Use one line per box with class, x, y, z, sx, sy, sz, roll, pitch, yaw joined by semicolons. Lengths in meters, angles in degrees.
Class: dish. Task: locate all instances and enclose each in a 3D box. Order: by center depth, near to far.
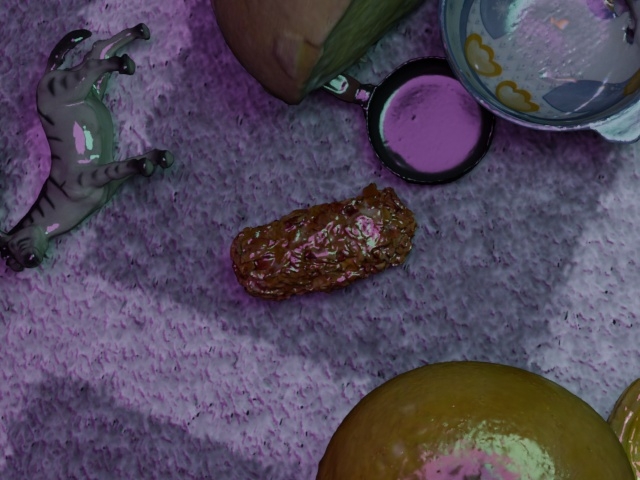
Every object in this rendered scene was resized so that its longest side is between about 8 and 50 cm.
dish;0.217;-0.184;1.386;0.227;0.086;0.236;-6;79;7

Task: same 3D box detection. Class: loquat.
loquat;0.118;0.224;1.243;0.263;0.263;0.263;-2;80;9

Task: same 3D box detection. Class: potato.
potato;0.000;-0.284;1.333;0.189;0.264;0.211;-35;76;-32

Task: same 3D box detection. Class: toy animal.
toy animal;-0.222;-0.083;1.451;0.176;0.073;0.217;-14;74;22

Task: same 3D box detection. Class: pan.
pan;0.051;-0.121;1.424;0.212;0.040;0.115;20;85;5

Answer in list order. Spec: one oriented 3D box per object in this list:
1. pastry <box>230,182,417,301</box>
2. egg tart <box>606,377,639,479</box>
pastry;0.001;0.002;1.400;0.169;0.063;0.087;-20;75;6
egg tart;0.320;0.187;1.302;0.191;0.074;0.191;-4;79;21
